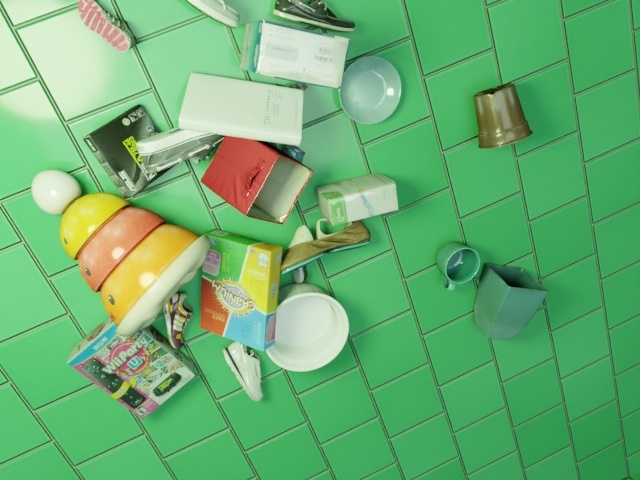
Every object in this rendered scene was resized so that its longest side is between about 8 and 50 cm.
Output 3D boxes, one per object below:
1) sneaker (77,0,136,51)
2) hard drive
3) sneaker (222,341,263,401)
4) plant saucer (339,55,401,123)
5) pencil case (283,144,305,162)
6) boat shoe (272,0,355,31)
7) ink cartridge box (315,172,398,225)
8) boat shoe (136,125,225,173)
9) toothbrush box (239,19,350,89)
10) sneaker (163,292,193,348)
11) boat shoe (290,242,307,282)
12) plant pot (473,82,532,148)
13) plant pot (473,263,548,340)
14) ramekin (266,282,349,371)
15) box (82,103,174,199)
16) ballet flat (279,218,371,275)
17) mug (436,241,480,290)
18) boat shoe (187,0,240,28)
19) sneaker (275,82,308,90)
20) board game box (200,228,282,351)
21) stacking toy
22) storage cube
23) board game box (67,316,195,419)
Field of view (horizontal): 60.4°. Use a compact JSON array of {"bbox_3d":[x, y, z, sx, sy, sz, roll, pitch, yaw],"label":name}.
[{"bbox_3d":[-0.533,-0.543,1.387,0.170,0.075,0.063,43,112,-3],"label":"sneaker"},{"bbox_3d":[-0.201,-0.350,1.455,0.308,0.203,0.040,7,141,-7],"label":"hard drive"},{"bbox_3d":[-0.233,0.430,1.814,0.095,0.090,0.235,-31,117,-14],"label":"sneaker"},{"bbox_3d":[0.143,-0.445,1.630,0.195,0.037,0.194,-5,111,-14],"label":"plant saucer"},{"bbox_3d":[-0.099,-0.206,1.630,0.070,0.064,0.151,22,103,6],"label":"pencil case"},{"bbox_3d":[-0.009,-0.620,1.496,0.233,0.084,0.079,11,106,-16],"label":"boat shoe"},{"bbox_3d":[0.109,-0.128,1.669,0.213,0.154,0.093,-16,113,-11],"label":"ink cartridge box"},{"bbox_3d":[-0.340,-0.262,1.494,0.301,0.108,0.102,-27,119,-27],"label":"boat shoe"},{"bbox_3d":[-0.078,-0.476,1.412,0.217,0.295,0.126,6,106,-17],"label":"toothbrush box"},{"bbox_3d":[-0.431,0.250,1.696,0.084,0.069,0.185,-9,112,-7],"label":"sneaker"},{"bbox_3d":[-0.068,0.064,1.752,0.040,0.049,0.142,-20,111,-48],"label":"boat shoe"},{"bbox_3d":[0.555,-0.390,1.711,0.167,0.167,0.165,-22,106,-8],"label":"plant pot"},{"bbox_3d":[0.655,0.231,1.959,0.166,0.165,0.234,7,113,-18],"label":"plant pot"},{"bbox_3d":[-0.059,0.270,1.776,0.278,0.135,0.277,-5,110,-15],"label":"ramekin"},{"bbox_3d":[-0.498,-0.236,1.459,0.184,0.045,0.190,-51,123,-41],"label":"box"},{"bbox_3d":[0.000,0.000,1.690,0.343,0.116,0.124,-19,86,-24],"label":"ballet flat"},{"bbox_3d":[0.452,0.078,1.876,0.158,0.097,0.129,-41,115,1],"label":"mug"},{"bbox_3d":[-0.327,-0.658,1.374,0.320,0.118,0.103,36,101,-17],"label":"boat shoe"},{"bbox_3d":[-0.106,-0.379,1.573,0.089,0.051,0.170,19,100,-17],"label":"sneaker"},{"bbox_3d":[-0.241,0.145,1.637,0.242,0.064,0.316,14,110,25],"label":"board game box"},{"bbox_3d":[-0.572,-0.008,1.482,0.480,0.350,0.350,41,94,-5],"label":"stacking toy"},{"bbox_3d":[-0.174,-0.178,1.509,0.183,0.193,0.215,-60,152,10],"label":"storage cube"},{"bbox_3d":[-0.572,0.373,1.686,0.224,0.097,0.303,-41,114,1],"label":"board game box"}]
